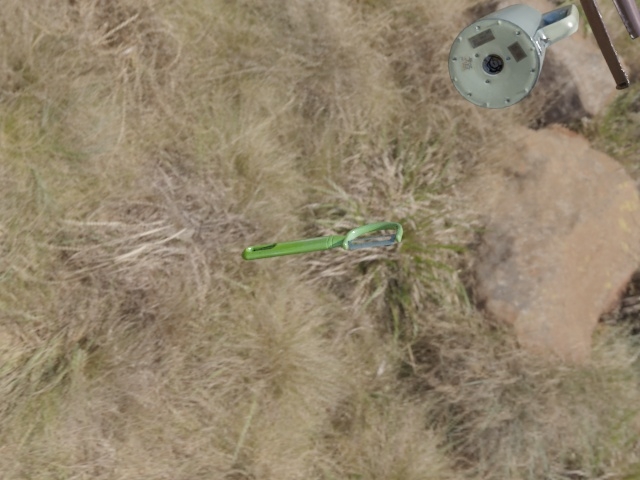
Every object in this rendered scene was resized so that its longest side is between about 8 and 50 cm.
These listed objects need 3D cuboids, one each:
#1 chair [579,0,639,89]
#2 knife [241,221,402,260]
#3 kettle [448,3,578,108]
[{"bbox_3d":[0.381,-0.379,0.895,0.326,0.183,0.175,54,45,-19],"label":"chair"},{"bbox_3d":[0.000,-0.001,0.929,0.054,0.212,0.015,-68,144,-55],"label":"knife"},{"bbox_3d":[0.367,-0.368,1.387,0.160,0.210,0.243,59,37,-14],"label":"kettle"}]
